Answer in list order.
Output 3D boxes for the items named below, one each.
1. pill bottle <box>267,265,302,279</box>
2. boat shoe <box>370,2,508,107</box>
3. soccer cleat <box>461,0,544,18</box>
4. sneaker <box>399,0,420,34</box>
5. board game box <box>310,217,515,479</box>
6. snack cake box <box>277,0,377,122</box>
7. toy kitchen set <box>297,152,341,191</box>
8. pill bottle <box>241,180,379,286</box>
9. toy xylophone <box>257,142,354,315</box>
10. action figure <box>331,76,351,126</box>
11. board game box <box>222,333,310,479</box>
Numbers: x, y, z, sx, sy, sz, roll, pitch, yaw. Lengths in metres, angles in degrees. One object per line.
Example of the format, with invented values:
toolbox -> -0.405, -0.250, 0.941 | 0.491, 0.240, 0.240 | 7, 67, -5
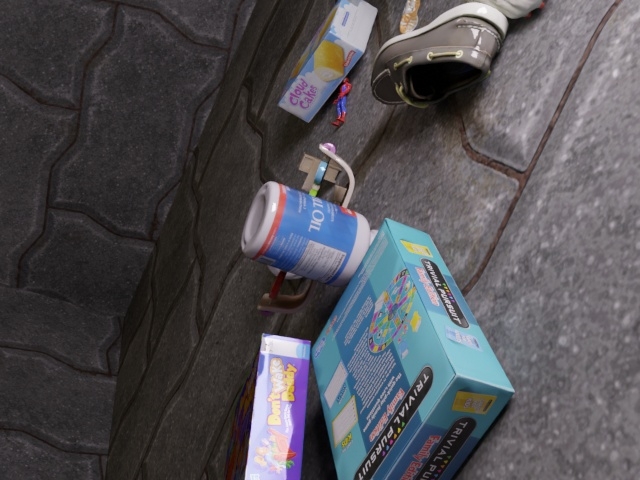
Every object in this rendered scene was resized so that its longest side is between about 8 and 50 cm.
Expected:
pill bottle -> -0.060, -0.012, 1.491 | 0.094, 0.094, 0.169 | -53, 26, 41
boat shoe -> 0.160, -0.260, 1.121 | 0.305, 0.109, 0.091 | -14, 54, 63
soccer cleat -> 0.247, -0.347, 1.018 | 0.068, 0.076, 0.196 | -69, 20, 6
sneaker -> 0.166, -0.415, 1.374 | 0.037, 0.031, 0.083 | 126, 163, -72
board game box -> 0.094, 0.165, 0.944 | 0.254, 0.079, 0.336 | -62, 21, 24
snack cake box -> 0.014, -0.405, 1.638 | 0.264, 0.089, 0.152 | -45, 23, 51
toy kitchen set -> -0.014, -0.141, 1.506 | 0.068, 0.083, 0.075 | -64, 21, 16
pill bottle -> 0.000, 0.000, 1.134 | 0.124, 0.221, 0.124 | -52, 28, 42
toy xylophone -> -0.017, -0.014, 1.307 | 0.236, 0.081, 0.323 | 171, 120, -89
action figure -> 0.046, -0.304, 1.584 | 0.038, 0.030, 0.115 | 142, 145, -61
board game box -> -0.098, 0.334, 1.184 | 0.347, 0.078, 0.233 | 113, 165, -54
